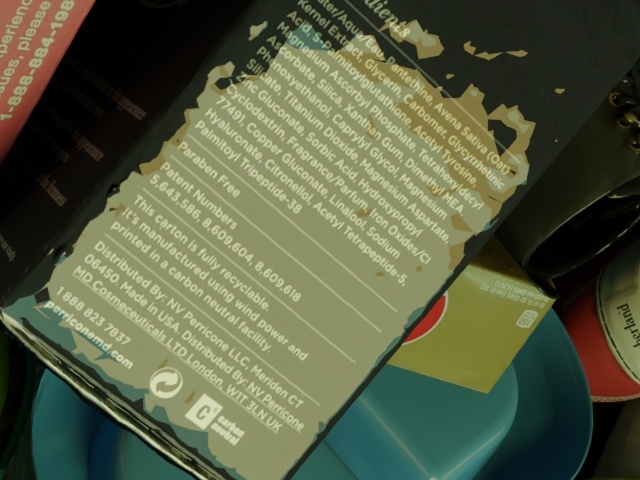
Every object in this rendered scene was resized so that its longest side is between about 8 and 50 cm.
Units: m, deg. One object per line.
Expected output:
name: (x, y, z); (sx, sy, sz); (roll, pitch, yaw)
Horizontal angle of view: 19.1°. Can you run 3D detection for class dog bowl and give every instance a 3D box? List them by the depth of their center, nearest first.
dog bowl: (-0.009, 0.087, 0.784); (0.297, 0.166, 0.074); (-30, 165, -48)

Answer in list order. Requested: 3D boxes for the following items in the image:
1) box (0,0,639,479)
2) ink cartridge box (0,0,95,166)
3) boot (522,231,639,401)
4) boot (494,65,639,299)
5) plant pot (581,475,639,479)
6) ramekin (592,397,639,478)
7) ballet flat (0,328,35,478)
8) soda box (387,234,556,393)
box: (-0.013, -0.044, 0.607); (0.108, 0.153, 0.207); (41, 89, -24)
ink cartridge box: (-0.223, -0.055, 0.490); (0.283, 0.117, 0.207); (5, 128, -46)
boot: (0.145, 0.042, 0.990); (0.176, 0.088, 0.244); (-27, 176, 35)
boot: (0.118, -0.083, 0.749); (0.198, 0.137, 0.077); (-48, 144, 13)
plant pot: (0.096, 0.300, 0.920); (0.366, 0.366, 0.353); (-10, 149, -35)
ramekin: (0.217, 0.156, 1.087); (0.207, 0.109, 0.207); (-53, 155, -39)
ballet flat: (-0.181, 0.123, 0.793); (0.077, 0.077, 0.231); (8, 126, -20)
soda box: (0.000, 0.000, 0.754); (0.181, 0.061, 0.058); (18, 121, -26)
